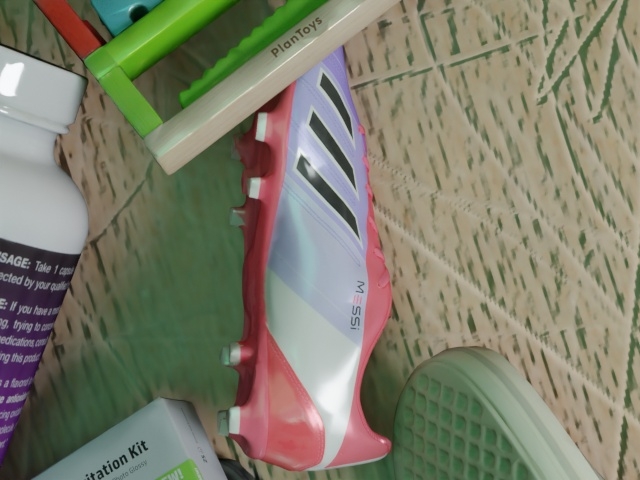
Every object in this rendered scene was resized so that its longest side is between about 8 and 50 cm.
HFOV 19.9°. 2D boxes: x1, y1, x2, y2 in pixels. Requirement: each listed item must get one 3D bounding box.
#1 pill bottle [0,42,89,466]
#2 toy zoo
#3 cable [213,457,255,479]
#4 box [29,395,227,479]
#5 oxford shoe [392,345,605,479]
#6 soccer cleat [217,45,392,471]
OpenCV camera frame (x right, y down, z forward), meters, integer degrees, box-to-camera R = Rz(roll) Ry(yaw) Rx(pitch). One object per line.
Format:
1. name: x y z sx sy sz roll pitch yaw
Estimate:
1. pill bottle: -0.237 0.043 0.966 0.181 0.181 0.323 22 93 8
2. toy zoo: -0.091 -0.202 0.976 0.192 0.030 0.293 -38 72 -4
3. cable: -0.066 0.270 1.022 0.139 0.072 0.287 -13 76 26
4. box: -0.096 0.200 0.984 0.145 0.038 0.186 -33 68 17
5. oxford shoe: 0.189 0.244 0.936 0.130 0.169 0.449 -27 76 -31
6. soccer cleat: 0.000 0.000 0.982 0.095 0.083 0.248 7 82 -13
